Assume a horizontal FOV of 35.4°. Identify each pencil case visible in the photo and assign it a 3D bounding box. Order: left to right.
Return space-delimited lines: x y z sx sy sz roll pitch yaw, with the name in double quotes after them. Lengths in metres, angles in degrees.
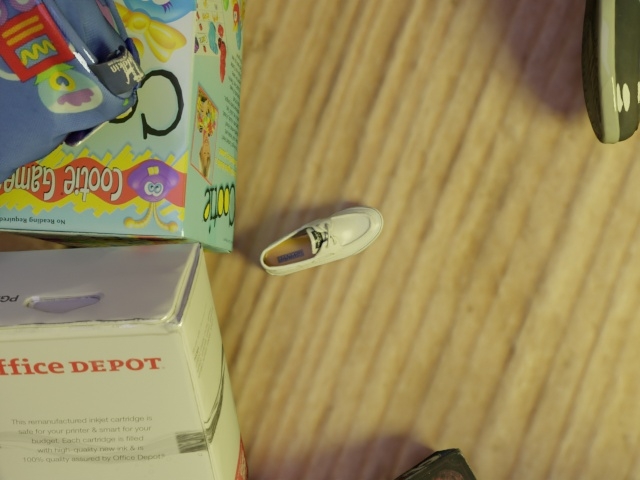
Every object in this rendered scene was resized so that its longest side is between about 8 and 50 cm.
-0.247 -0.069 0.615 0.306 0.119 0.133 -29 124 14 "pencil case"

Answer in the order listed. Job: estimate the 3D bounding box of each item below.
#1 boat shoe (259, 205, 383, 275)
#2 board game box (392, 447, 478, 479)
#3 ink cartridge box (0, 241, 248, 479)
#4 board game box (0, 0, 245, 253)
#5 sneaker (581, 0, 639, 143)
0.000 0.000 0.758 0.100 0.035 0.035 -19 83 6 "boat shoe"
0.087 0.289 0.687 0.165 0.042 0.243 -27 82 -25 "board game box"
-0.144 0.115 0.685 0.158 0.092 0.218 -3 125 7 "ink cartridge box"
-0.140 -0.135 0.730 0.142 0.144 0.275 2 85 9 "board game box"
0.254 -0.177 0.716 0.118 0.083 0.222 4 85 7 "sneaker"
